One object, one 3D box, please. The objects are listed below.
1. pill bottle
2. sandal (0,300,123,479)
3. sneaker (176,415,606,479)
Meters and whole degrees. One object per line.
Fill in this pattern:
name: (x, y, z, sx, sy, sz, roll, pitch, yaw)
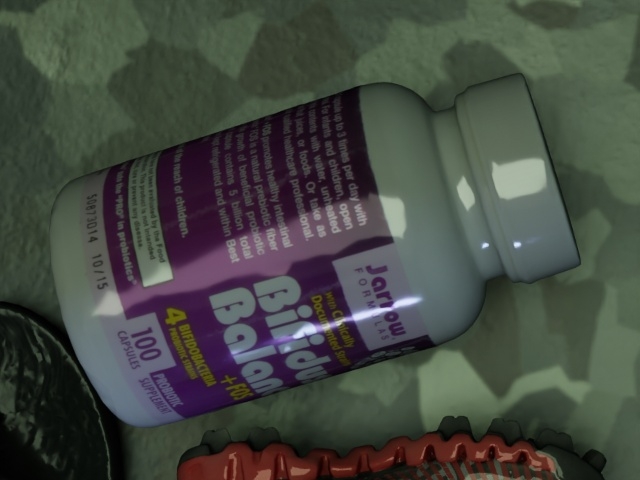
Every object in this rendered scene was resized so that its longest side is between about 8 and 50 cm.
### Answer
pill bottle: (0.000, 0.000, 1.007, 0.301, 0.169, 0.169, -17, 85, 10)
sandal: (-0.240, 0.263, 1.070, 0.167, 0.107, 0.446, 11, 90, 10)
sneaker: (0.043, 0.185, 1.015, 0.276, 0.097, 0.135, -5, 65, 11)
